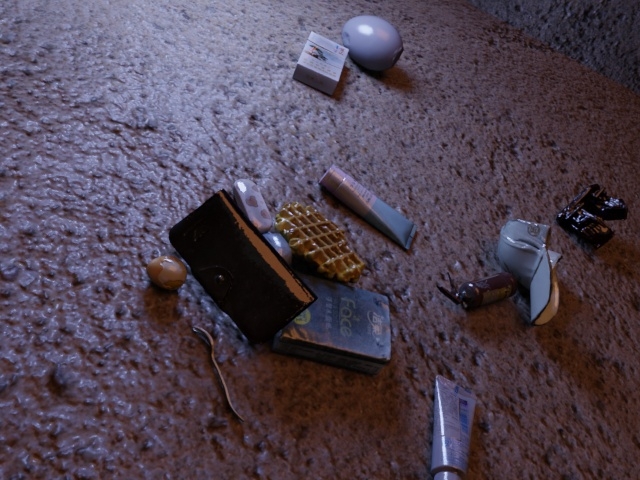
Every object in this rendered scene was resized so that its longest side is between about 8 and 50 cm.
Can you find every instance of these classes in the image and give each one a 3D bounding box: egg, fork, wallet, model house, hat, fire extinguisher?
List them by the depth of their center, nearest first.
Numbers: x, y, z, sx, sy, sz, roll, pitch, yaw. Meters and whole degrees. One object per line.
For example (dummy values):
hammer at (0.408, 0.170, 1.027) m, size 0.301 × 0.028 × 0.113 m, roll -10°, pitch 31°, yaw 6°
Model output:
fork at (-0.199, 0.261, 1.120) m, size 0.029 × 0.034 × 0.219 m, roll -20°, pitch 65°, yaw -29°
wallet at (-0.170, 0.054, 1.179) m, size 0.172 × 0.045 × 0.318 m, roll -39°, pitch 83°, yaw -10°
egg at (-0.324, 0.066, 1.186) m, size 0.083 × 0.071 × 0.071 m, roll 14°, pitch 48°, yaw -21°
fire extinguisher at (0.420, 0.133, 1.541) m, size 0.252 × 0.075 × 0.106 m, roll -10°, pitch 47°, yaw -33°
hat at (0.600, 0.096, 1.629) m, size 0.258 × 0.168 × 0.301 m, roll 35°, pitch 57°, yaw -53°
model house at (0.949, -0.084, 1.930) m, size 0.141 × 0.203 × 0.164 m, roll 39°, pitch 4°, yaw -41°
egg at (0.183, -0.717, 2.033) m, size 0.232 × 0.176 × 0.176 m, roll 32°, pitch 45°, yaw 0°

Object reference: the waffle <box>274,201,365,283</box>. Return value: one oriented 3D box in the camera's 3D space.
waffle at (0.000, -0.001, 1.387) m, size 0.249 × 0.056 × 0.253 m, roll 30°, pitch 24°, yaw -13°

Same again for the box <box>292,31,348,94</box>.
box at (0.004, -0.607, 1.921) m, size 0.150 × 0.067 × 0.233 m, roll 24°, pitch 46°, yaw -10°

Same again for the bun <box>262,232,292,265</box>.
bun at (-0.119, 0.052, 1.275) m, size 0.083 × 0.141 × 0.140 m, roll 31°, pitch 41°, yaw -35°

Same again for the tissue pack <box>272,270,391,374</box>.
tissue pack at (0.027, 0.185, 1.273) m, size 0.257 × 0.081 × 0.185 m, roll 16°, pitch 49°, yaw -15°

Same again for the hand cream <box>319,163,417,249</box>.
hand cream at (0.139, -0.096, 1.592) m, size 0.312 × 0.070 × 0.111 m, roll 38°, pitch 43°, yaw -6°

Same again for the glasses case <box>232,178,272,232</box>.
glasses case at (-0.172, -0.088, 1.415) m, size 0.063 × 0.041 × 0.164 m, roll -7°, pitch 57°, yaw -32°

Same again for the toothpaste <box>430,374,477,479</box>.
toothpaste at (0.287, 0.432, 1.229) m, size 0.114 × 0.073 × 0.299 m, roll 29°, pitch 38°, yaw -4°
